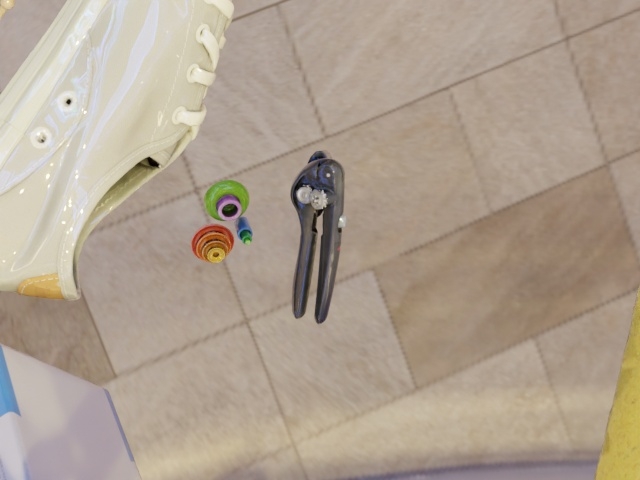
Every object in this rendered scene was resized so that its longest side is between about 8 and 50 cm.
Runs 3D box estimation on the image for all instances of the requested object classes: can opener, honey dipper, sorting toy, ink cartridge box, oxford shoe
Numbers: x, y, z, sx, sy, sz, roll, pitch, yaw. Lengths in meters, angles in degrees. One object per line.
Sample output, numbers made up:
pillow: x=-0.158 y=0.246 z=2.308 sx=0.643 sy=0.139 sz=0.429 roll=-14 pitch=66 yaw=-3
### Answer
can opener: x=0.000 y=0.000 z=1.380 sx=0.059 sy=0.073 sz=0.186 roll=10 pitch=106 yaw=26
honey dipper: x=-0.433 y=-0.259 z=1.699 sx=0.030 sy=0.030 sz=0.160 roll=36 pitch=129 yaw=-16
sorting toy: x=-0.103 y=-0.013 z=1.451 sx=0.061 sy=0.042 sz=0.102 roll=11 pitch=119 yaw=-22
ink cartridge box: x=-0.370 y=0.357 z=1.420 sx=0.166 sy=0.285 sz=0.395 roll=29 pitch=104 yaw=-32
oxford shoe: x=-0.128 y=-0.145 z=0.982 sx=0.130 sy=0.169 sz=0.449 roll=30 pitch=82 yaw=-2

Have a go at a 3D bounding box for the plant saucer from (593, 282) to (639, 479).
plant saucer: x=0.306 y=0.186 z=0.702 sx=0.332 sy=0.081 sz=0.333 roll=16 pitch=83 yaw=-10
